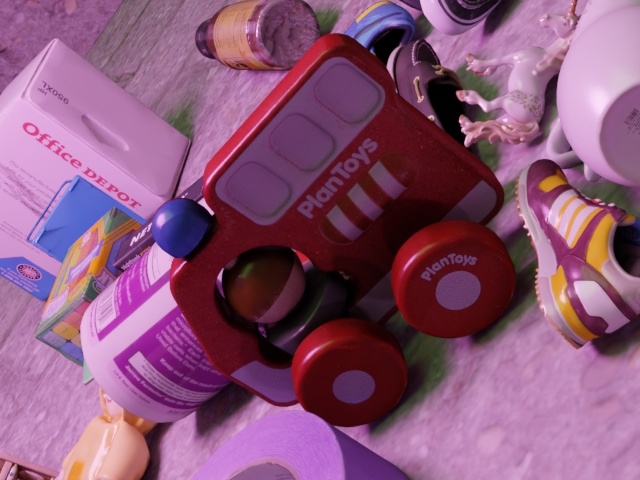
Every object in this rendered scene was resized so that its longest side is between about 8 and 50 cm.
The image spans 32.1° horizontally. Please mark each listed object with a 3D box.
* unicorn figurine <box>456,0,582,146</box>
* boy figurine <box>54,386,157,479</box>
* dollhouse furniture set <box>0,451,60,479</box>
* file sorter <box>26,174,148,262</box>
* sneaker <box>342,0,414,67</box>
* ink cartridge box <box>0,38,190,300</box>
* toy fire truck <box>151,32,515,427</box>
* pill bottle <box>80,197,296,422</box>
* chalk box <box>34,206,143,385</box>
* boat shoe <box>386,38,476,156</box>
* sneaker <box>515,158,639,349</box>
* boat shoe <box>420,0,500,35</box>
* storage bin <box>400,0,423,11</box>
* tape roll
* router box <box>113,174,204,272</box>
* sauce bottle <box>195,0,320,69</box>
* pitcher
[{"bbox_3d":[0.190,-0.157,1.050,0.111,0.060,0.161,2,75,26],"label":"unicorn figurine"},{"bbox_3d":[-0.257,0.262,1.266,0.285,0.092,0.177,-63,23,-12],"label":"boy figurine"},{"bbox_3d":[-0.385,0.384,1.372,0.161,0.101,0.181,118,172,-55],"label":"dollhouse furniture set"},{"bbox_3d":[-0.332,0.000,1.645,0.118,0.170,0.104,-59,23,-13],"label":"file sorter"},{"bbox_3d":[0.036,-0.206,1.382,0.209,0.069,0.082,-47,29,15],"label":"sneaker"},{"bbox_3d":[-0.452,-0.105,1.854,0.395,0.285,0.166,-33,31,37],"label":"ink cartridge box"},{"bbox_3d":[0.000,0.000,0.949,0.302,0.254,0.169,-44,26,19],"label":"toy fire truck"},{"bbox_3d":[-0.102,0.050,1.172,0.301,0.169,0.169,-40,28,27],"label":"pill bottle"},{"bbox_3d":[-0.283,0.090,1.481,0.132,0.132,0.213,-36,30,35],"label":"chalk box"},{"bbox_3d":[0.118,-0.134,1.134,0.069,0.081,0.227,-35,38,30],"label":"boat shoe"},{"bbox_3d":[0.203,-0.004,0.833,0.084,0.069,0.185,-31,38,26],"label":"sneaker"},{"bbox_3d":[0.215,-0.356,1.228,0.301,0.108,0.102,-55,22,-20],"label":"boat shoe"},{"bbox_3d":[0.101,-0.354,1.395,0.091,0.135,0.098,-60,23,9],"label":"storage bin"},{"bbox_3d":[-0.044,0.274,0.869,0.275,0.090,0.274,-41,28,27],"label":"tape roll"},{"bbox_3d":[-0.143,0.011,1.335,0.179,0.133,0.046,-36,29,35],"label":"router box"},{"bbox_3d":[-0.112,-0.323,1.751,0.111,0.111,0.344,-56,23,-6],"label":"sauce bottle"},{"bbox_3d":[0.232,-0.103,0.861,0.207,0.126,0.177,-78,11,-60],"label":"pitcher"}]
